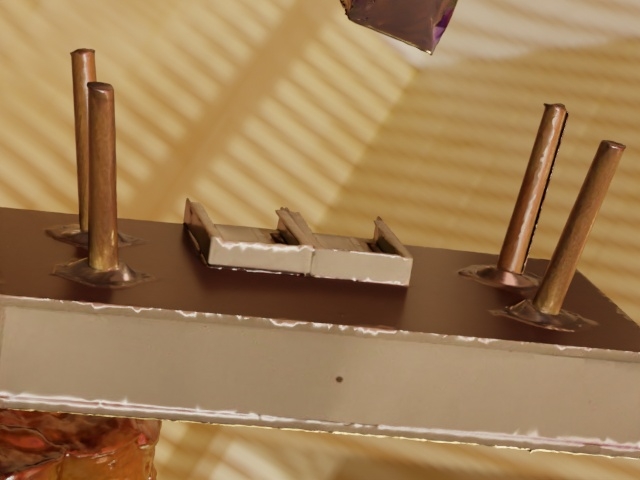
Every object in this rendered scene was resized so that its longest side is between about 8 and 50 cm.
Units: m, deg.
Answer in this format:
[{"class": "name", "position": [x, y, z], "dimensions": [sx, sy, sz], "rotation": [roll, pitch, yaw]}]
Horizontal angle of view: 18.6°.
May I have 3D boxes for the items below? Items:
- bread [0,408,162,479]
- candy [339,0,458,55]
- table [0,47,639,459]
[{"class": "bread", "position": [-0.206, 0.133, 1.039], "dimensions": [0.232, 0.246, 0.135], "rotation": [-138, -145, -66]}, {"class": "candy", "position": [0.023, -0.196, 1.077], "dimensions": [0.061, 0.088, 0.312], "rotation": [15, 21, -17]}, {"class": "table", "position": [0.000, 0.000, 0.718], "dimensions": [0.240, 0.111, 0.121], "rotation": [5, 14, -14]}]
